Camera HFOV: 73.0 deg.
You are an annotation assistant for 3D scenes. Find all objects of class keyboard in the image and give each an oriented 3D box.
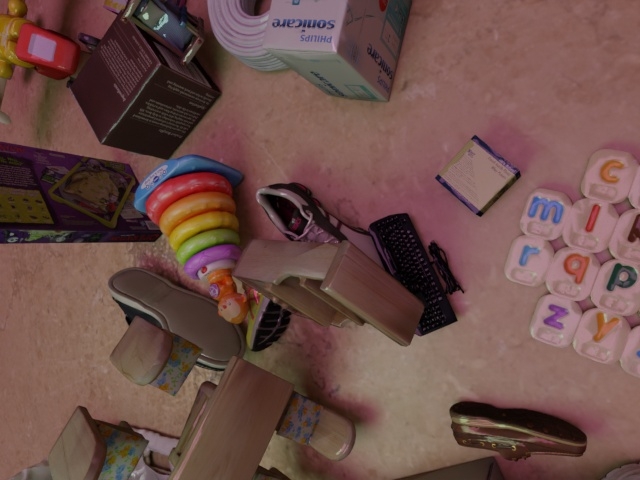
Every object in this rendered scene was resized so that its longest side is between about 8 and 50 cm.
[{"bbox_3d":[0.154,0.041,0.666,0.100,0.038,0.192,-22,78,-7],"label":"keyboard"}]

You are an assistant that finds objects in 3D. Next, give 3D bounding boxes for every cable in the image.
[{"bbox_3d":[-0.089,-0.449,0.790,0.257,0.089,0.257,12,94,26],"label":"cable"}]

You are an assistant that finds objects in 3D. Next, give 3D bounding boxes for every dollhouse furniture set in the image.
[{"bbox_3d":[-0.068,0.208,0.594,0.256,0.362,0.394,2,59,52],"label":"dollhouse furniture set"},{"bbox_3d":[-0.248,-0.445,0.778,0.183,0.129,0.129,-43,40,23],"label":"dollhouse furniture set"}]

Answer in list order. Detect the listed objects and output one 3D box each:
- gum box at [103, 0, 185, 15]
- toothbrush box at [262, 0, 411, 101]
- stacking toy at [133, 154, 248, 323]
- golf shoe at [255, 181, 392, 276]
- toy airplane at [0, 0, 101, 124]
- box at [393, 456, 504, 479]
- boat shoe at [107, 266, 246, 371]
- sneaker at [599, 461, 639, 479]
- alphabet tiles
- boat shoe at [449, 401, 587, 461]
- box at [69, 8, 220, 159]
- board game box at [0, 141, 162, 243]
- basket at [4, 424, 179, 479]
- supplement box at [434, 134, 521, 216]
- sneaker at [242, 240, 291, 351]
[{"bbox_3d":[-0.384,-0.533,0.955,0.188,0.062,0.107,29,102,24],"label":"gum box"},{"bbox_3d":[0.048,-0.389,0.651,0.126,0.216,0.296,17,96,26],"label":"toothbrush box"},{"bbox_3d":[-0.202,0.012,0.782,0.175,0.165,0.302,-33,70,22],"label":"stacking toy"},{"bbox_3d":[0.000,0.000,0.722,0.273,0.120,0.105,38,103,21],"label":"golf shoe"},{"bbox_3d":[-0.741,-0.479,1.017,0.384,0.272,0.386,-26,78,24],"label":"toy airplane"},{"bbox_3d":[0.135,0.448,0.641,0.311,0.121,0.148,-27,77,24],"label":"box"},{"bbox_3d":[-0.291,0.176,0.871,0.340,0.127,0.113,23,128,18],"label":"boat shoe"},{"bbox_3d":[0.346,0.344,0.486,0.297,0.129,0.111,-15,76,-11],"label":"sneaker"},{"bbox_3d":[0.406,0.030,0.571,0.284,0.021,0.278,19,98,26],"label":"alphabet tiles"},{"bbox_3d":[0.274,0.276,0.612,0.177,0.064,0.060,-2,93,33],"label":"boat shoe"},{"bbox_3d":[-0.352,-0.303,0.875,0.203,0.168,0.167,-42,72,19],"label":"box"},{"bbox_3d":[-0.494,-0.088,0.843,0.056,0.346,0.208,-36,73,24],"label":"board game box"},{"bbox_3d":[-0.402,0.554,0.803,0.328,0.331,0.267,-2,94,27],"label":"basket"},{"bbox_3d":[0.233,-0.094,0.640,0.083,0.056,0.083,47,109,20],"label":"supplement box"},{"bbox_3d":[-0.107,0.099,0.802,0.094,0.081,0.209,12,89,35],"label":"sneaker"}]
